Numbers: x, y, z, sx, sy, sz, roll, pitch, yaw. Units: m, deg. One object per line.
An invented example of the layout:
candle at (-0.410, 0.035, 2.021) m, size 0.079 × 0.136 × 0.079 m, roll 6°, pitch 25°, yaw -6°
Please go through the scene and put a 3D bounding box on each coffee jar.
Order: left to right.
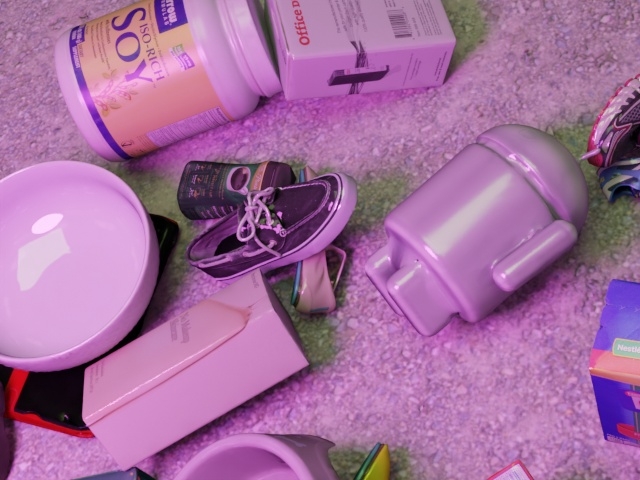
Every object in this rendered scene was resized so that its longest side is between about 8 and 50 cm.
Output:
coffee jar at (-0.134, -0.080, 1.701) m, size 0.184 × 0.079 × 0.096 m, roll 2°, pitch 61°, yaw 20°

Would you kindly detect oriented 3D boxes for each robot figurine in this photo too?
robot figurine at (0.233, -0.026, 1.482) m, size 0.353 × 0.200 × 0.300 m, roll -41°, pitch 35°, yaw -4°

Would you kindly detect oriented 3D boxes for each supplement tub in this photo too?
supplement tub at (-0.246, -0.290, 1.752) m, size 0.331 × 0.241 × 0.241 m, roll -20°, pitch 59°, yaw 8°

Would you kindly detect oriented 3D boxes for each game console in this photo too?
game console at (-0.441, 0.109, 1.726) m, size 0.342 × 0.060 × 0.386 m, roll 11°, pitch 68°, yaw 19°

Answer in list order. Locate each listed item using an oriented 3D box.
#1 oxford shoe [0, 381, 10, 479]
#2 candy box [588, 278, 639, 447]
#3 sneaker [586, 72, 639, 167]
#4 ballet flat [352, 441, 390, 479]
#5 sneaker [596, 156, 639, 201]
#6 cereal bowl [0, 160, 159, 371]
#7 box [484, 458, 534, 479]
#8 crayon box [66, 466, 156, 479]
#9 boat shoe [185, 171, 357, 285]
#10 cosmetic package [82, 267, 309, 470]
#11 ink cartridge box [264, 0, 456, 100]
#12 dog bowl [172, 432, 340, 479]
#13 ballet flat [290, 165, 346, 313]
oxford shoe at (-0.530, 0.311, 1.621) m, size 0.076 × 0.076 × 0.212 m, roll -1°, pitch 86°, yaw 46°
candy box at (0.469, 0.172, 1.233) m, size 0.268 × 0.317 × 0.122 m, roll 9°, pitch 67°, yaw 22°
sneaker at (0.509, -0.190, 1.504) m, size 0.299 × 0.121 × 0.112 m, roll -31°, pitch 63°, yaw -13°
ballet flat at (0.044, 0.386, 1.415) m, size 0.077 × 0.077 × 0.231 m, roll 35°, pitch 81°, yaw 8°
sneaker at (0.478, -0.092, 1.524) m, size 0.144 × 0.053 × 0.059 m, roll -12°, pitch 60°, yaw 22°
cereal bowl at (-0.403, 0.052, 1.628) m, size 0.339 × 0.141 × 0.339 m, roll -5°, pitch 64°, yaw 11°
box at (0.174, 0.429, 1.300) m, size 0.300 × 0.142 × 0.154 m, roll -34°, pitch 58°, yaw 0°
crayon box at (-0.315, 0.476, 1.472) m, size 0.165 × 0.081 × 0.278 m, roll -14°, pitch 61°, yaw 11°
boat shoe at (-0.082, -0.027, 1.567) m, size 0.306 × 0.105 × 0.113 m, roll -24°, pitch 54°, yaw 39°
cosmetic package at (-0.185, 0.185, 1.526) m, size 0.309 × 0.113 × 0.160 m, roll -31°, pitch 24°, yaw 1°
ink cartridge box at (0.056, -0.346, 1.702) m, size 0.273 × 0.114 × 0.197 m, roll -7°, pitch 59°, yaw -12°
dog bowl at (-0.085, 0.399, 1.297) m, size 0.349 × 0.102 × 0.349 m, roll -21°, pitch 56°, yaw 34°
ballet flat at (0.000, 0.000, 1.626) m, size 0.086 × 0.086 × 0.248 m, roll -4°, pitch 64°, yaw 16°
